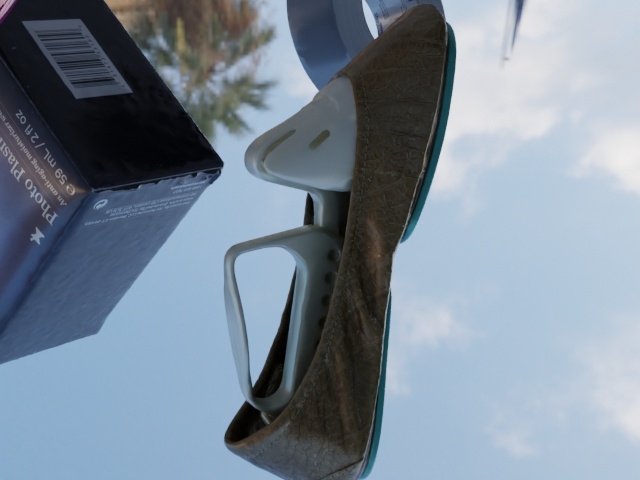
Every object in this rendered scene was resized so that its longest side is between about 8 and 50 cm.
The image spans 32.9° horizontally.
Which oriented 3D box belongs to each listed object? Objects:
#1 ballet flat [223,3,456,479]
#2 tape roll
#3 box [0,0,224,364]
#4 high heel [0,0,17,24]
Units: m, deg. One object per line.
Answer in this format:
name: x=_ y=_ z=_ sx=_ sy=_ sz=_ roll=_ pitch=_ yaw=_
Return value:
ballet flat: x=0.000 y=0.000 z=0.731 sx=0.124 sy=0.343 sz=0.116 roll=10 pitch=-173 yaw=-19
tape roll: x=0.060 y=-0.262 z=1.286 sx=0.072 sy=0.219 sz=0.219 roll=-12 pitch=-159 yaw=41
box: x=-0.304 y=-0.078 z=1.104 sx=0.182 sy=0.294 sz=0.296 roll=-17 pitch=-116 yaw=-50
high heel: x=-0.269 y=-0.240 z=0.892 sx=0.127 sy=0.181 sz=0.377 roll=11 pitch=-122 yaw=-2
